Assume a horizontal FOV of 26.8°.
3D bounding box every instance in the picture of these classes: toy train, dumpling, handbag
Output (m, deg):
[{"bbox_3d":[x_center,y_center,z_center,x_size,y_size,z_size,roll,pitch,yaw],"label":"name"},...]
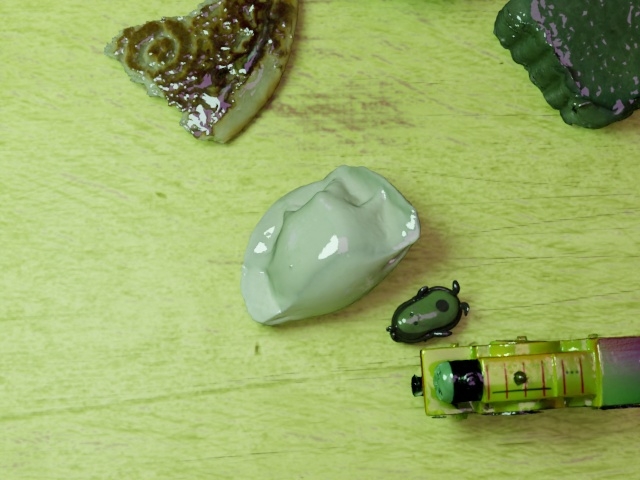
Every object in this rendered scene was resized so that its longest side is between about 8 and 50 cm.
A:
[{"bbox_3d":[0.264,0.168,1.670,0.296,0.160,0.100,-4,85,-5],"label":"toy train"},{"bbox_3d":[0.000,0.000,1.717,0.252,0.131,0.179,-36,62,10],"label":"dumpling"},{"bbox_3d":[0.135,0.099,1.730,0.111,0.047,0.072,-25,80,-11],"label":"handbag"}]

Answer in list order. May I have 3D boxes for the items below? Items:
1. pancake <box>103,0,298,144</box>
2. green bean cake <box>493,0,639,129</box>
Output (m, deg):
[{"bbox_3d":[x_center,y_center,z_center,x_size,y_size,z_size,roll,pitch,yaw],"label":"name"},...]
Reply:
[{"bbox_3d":[-0.161,-0.257,1.793,0.244,0.057,0.266,10,73,7],"label":"pancake"},{"bbox_3d":[0.371,-0.274,1.792,0.222,0.125,0.227,-39,85,-14],"label":"green bean cake"}]
